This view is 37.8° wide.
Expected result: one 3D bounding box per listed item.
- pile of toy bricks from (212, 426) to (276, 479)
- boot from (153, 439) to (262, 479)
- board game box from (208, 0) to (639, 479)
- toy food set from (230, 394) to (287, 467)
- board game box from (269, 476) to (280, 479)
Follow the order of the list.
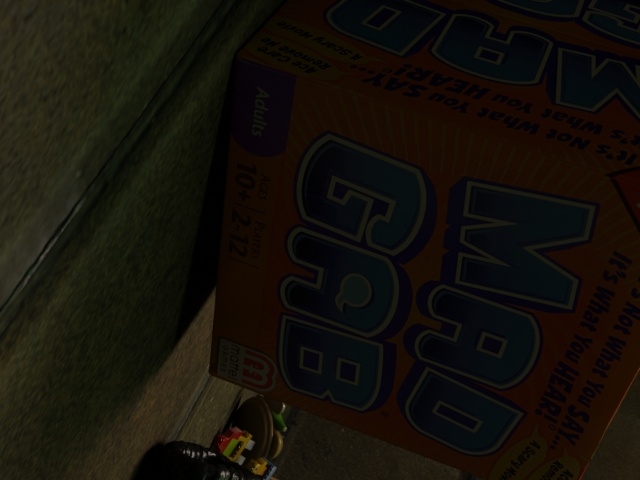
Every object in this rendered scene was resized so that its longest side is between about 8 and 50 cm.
[{"bbox_3d":[-0.166,0.407,1.481,0.212,0.118,0.105,-57,141,-5],"label":"pile of toy bricks"},{"bbox_3d":[-0.167,0.348,0.959,0.260,0.131,0.348,-59,-176,-4],"label":"boot"},{"bbox_3d":[0.138,-0.048,0.879,0.356,0.357,0.356,-59,164,-48],"label":"board game box"},{"bbox_3d":[-0.108,0.332,1.591,0.132,0.038,0.192,42,-67,51],"label":"toy food set"},{"bbox_3d":[-0.134,0.459,1.668,0.193,0.147,0.045,-27,140,-80],"label":"board game box"}]
